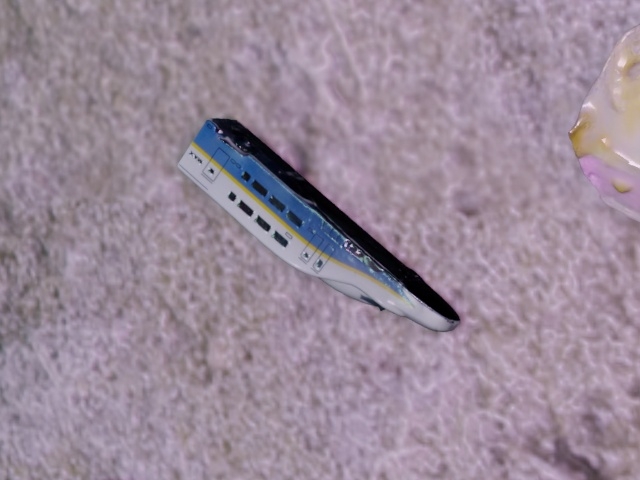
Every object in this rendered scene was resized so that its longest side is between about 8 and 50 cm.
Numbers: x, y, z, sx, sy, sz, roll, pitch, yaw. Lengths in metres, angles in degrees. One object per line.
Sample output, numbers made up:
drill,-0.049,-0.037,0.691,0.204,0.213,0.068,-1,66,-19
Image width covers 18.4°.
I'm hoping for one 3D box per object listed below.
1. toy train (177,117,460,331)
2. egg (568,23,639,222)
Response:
toy train,0.000,0.000,1.422,0.234,0.052,0.051,41,107,16
egg,0.309,-0.116,1.241,0.206,0.162,0.271,32,141,-13
